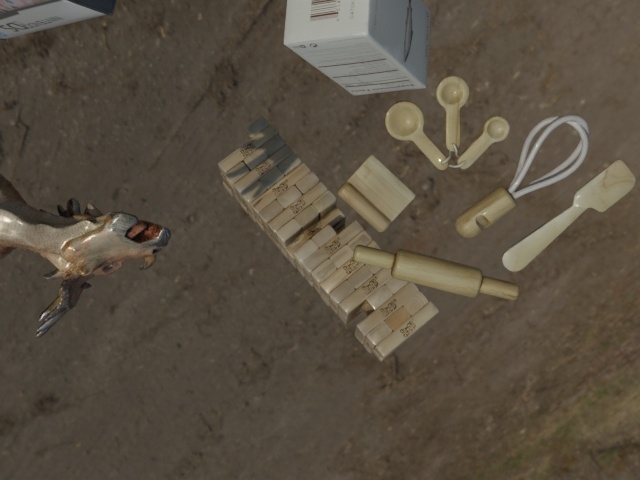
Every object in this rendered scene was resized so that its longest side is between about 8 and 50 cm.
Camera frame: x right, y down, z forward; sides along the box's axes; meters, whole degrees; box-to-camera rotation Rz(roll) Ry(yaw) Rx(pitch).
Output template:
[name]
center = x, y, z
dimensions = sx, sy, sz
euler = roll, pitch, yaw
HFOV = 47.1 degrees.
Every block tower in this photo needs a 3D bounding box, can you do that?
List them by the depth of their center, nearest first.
[block tower]
center = 0.000, 0.000, 0.945
dimensions = 0.097, 0.335, 0.091
euler = -38, 167, -9

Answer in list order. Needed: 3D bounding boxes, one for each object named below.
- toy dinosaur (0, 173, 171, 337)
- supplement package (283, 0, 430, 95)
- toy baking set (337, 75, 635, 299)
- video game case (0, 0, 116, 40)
[toy dinosaur]
center = -0.283, -0.016, 0.594
dimensions = 0.200, 0.295, 0.127
euler = 29, 85, -54
[supplement package]
center = 0.049, -0.250, 0.857
dimensions = 0.179, 0.105, 0.105
euler = 15, 77, -61
[toy baking set]
center = 0.148, -0.037, 0.677
dimensions = 0.256, 0.030, 0.197
euler = 18, 108, -1
[video game case]
center = -0.331, -0.218, 0.553
dimensions = 0.274, 0.248, 0.035
euler = 11, 90, -42
